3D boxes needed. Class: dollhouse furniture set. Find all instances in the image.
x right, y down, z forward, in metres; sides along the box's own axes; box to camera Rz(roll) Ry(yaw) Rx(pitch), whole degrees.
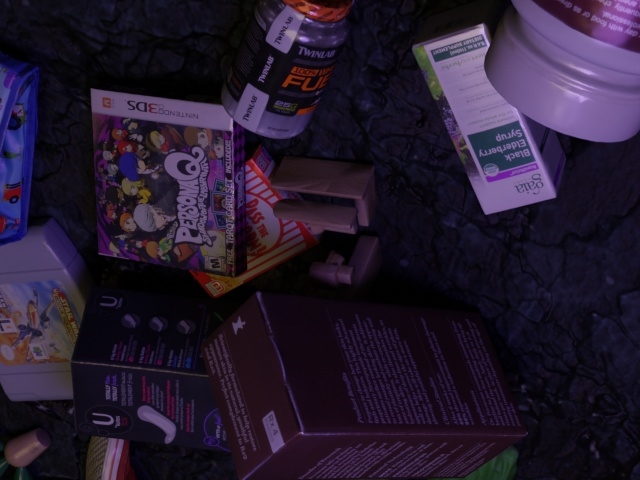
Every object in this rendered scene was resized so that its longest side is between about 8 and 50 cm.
[{"bbox_3d":[0.000,0.000,1.915,0.123,0.144,0.151,8,139,19],"label":"dollhouse furniture set"}]

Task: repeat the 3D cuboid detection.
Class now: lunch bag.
[{"bbox_3d":[-0.495,-0.149,1.973,0.221,0.138,0.293,23,117,16],"label":"lunch bag"}]

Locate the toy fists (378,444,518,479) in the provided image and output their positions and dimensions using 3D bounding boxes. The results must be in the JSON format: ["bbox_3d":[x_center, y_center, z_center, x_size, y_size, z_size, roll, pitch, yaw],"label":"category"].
[{"bbox_3d":[0.136,0.282,2.072,0.279,0.096,0.142,15,135,7],"label":"toy fists"}]

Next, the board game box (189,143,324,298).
[{"bbox_3d":[-0.111,-0.023,1.979,0.193,0.045,0.147,-29,110,31],"label":"board game box"}]

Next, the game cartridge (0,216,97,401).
[{"bbox_3d":[-0.406,0.106,2.159,0.198,0.062,0.297,-3,121,25],"label":"game cartridge"}]

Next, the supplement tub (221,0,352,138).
[{"bbox_3d":[-0.038,-0.225,1.778,0.117,0.117,0.190,26,127,0],"label":"supplement tub"}]

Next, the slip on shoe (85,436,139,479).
[{"bbox_3d":[-0.303,0.407,2.300,0.101,0.123,0.331,-7,120,-15],"label":"slip on shoe"}]

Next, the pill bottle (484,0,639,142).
[{"bbox_3d":[0.325,-0.311,1.528,0.224,0.224,0.392,24,123,2],"label":"pill bottle"}]

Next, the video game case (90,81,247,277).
[{"bbox_3d":[-0.194,-0.079,1.927,0.210,0.042,0.232,10,112,23],"label":"video game case"}]

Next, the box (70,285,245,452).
[{"bbox_3d":[-0.191,0.177,2.035,0.270,0.143,0.165,7,135,0],"label":"box"}]

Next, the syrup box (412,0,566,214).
[{"bbox_3d":[0.202,-0.157,1.757,0.093,0.096,0.237,-14,116,26],"label":"syrup box"}]

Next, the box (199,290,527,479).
[{"bbox_3d":[0.058,0.187,1.846,0.381,0.191,0.143,9,141,-41],"label":"box"}]

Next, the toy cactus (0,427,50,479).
[{"bbox_3d":[-0.502,0.348,2.330,0.180,0.112,0.219,-33,99,22],"label":"toy cactus"}]
